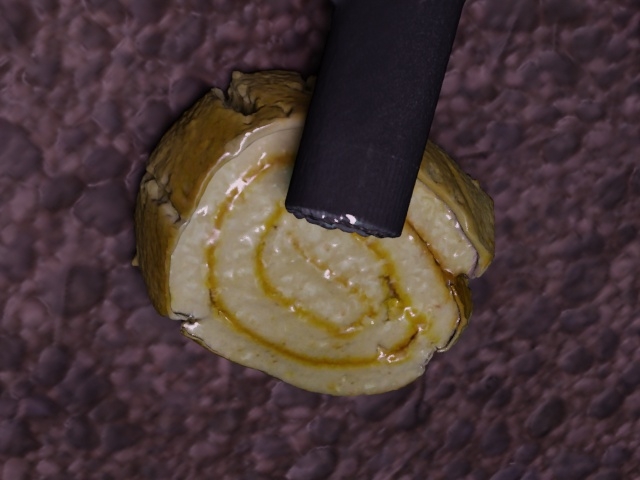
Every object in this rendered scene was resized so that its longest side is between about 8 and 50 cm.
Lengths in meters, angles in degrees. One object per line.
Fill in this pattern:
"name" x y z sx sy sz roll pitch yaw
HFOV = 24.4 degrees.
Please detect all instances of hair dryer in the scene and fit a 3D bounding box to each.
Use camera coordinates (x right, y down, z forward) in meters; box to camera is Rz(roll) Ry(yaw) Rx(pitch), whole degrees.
"hair dryer" -0.041 -0.105 0.521 0.195 0.050 0.173 14 84 -12

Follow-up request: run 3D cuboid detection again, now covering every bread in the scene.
"bread" 0.000 0.000 0.610 0.156 0.064 0.117 32 109 -29
